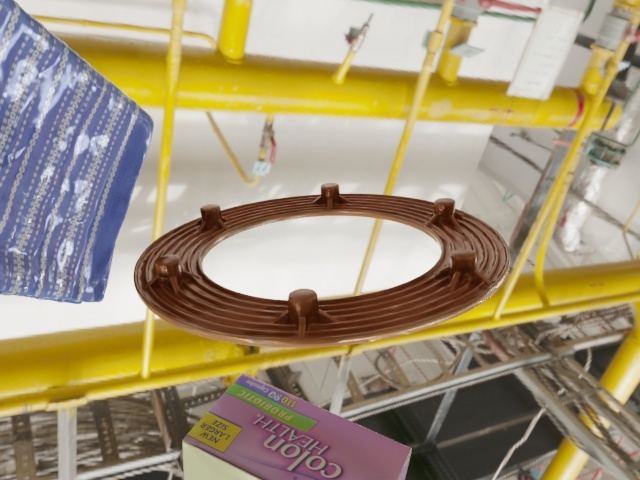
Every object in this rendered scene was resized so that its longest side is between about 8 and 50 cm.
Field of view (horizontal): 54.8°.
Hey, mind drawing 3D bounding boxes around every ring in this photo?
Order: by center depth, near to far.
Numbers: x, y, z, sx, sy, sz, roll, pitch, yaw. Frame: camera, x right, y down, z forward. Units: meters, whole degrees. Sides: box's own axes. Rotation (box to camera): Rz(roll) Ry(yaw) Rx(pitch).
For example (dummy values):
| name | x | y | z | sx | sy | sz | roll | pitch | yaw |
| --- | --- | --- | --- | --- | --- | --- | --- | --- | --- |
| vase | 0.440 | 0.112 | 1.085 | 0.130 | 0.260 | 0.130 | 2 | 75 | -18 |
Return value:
| name | x | y | z | sx | sy | sz | roll | pitch | yaw |
| --- | --- | --- | --- | --- | --- | --- | --- | --- | --- |
| ring | 0.000 | 0.000 | 0.567 | 0.336 | 0.032 | 0.336 | -3 | -158 | 1 |

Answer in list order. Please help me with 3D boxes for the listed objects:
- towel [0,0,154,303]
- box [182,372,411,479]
| name | x | y | z | sx | sy | sz | roll | pitch | yaw |
| --- | --- | --- | --- | --- | --- | --- | --- | --- | --- |
| towel | -0.260 | -0.061 | 0.579 | 0.040 | 0.243 | 0.336 | 16 | 174 | 10 |
| box | -0.033 | 0.309 | 0.700 | 0.213 | 0.243 | 0.117 | 19 | -145 | 20 |
